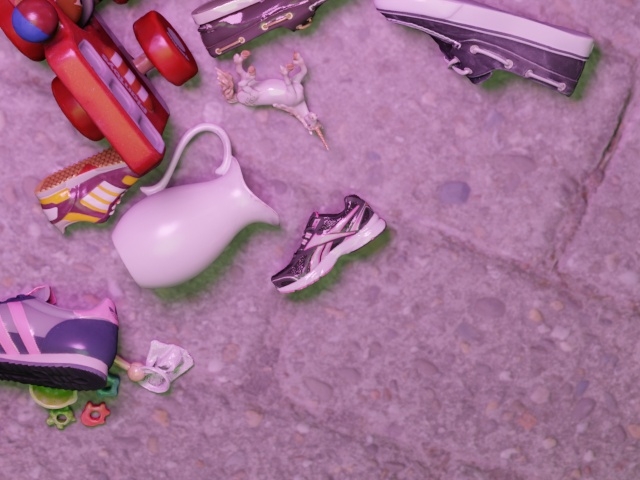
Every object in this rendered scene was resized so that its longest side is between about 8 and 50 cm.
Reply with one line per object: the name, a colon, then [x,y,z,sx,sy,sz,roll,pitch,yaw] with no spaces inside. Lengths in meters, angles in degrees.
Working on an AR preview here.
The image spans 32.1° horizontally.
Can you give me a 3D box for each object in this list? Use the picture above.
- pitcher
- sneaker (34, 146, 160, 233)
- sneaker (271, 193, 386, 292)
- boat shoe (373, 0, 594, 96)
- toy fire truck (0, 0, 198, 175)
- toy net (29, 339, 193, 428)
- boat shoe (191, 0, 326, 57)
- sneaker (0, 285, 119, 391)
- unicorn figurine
pitcher: [-0.184,-0.044,1.500,0.207,0.125,0.177,-30,88,-4]
sneaker: [-0.288,-0.072,1.505,0.186,0.069,0.083,-19,118,9]
sneaker: [0.000,0.000,1.556,0.178,0.072,0.077,-36,97,0]
boat shoe: [0.206,-0.256,1.454,0.301,0.108,0.102,12,107,-16]
toy fire truck: [-0.282,-0.236,1.339,0.169,0.254,0.302,-33,109,7]
toy net: [-0.297,0.215,1.614,0.232,0.045,0.122,-10,110,-1]
boat shoe: [-0.049,-0.300,1.430,0.228,0.081,0.068,-16,113,9]
sneaker: [-0.432,0.122,1.554,0.319,0.131,0.112,9,152,7]
unicorn figurine: [-0.055,-0.196,1.474,0.162,0.060,0.111,14,141,10]
